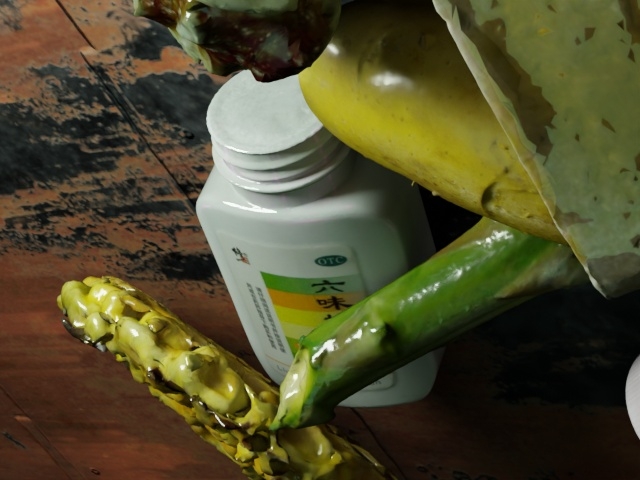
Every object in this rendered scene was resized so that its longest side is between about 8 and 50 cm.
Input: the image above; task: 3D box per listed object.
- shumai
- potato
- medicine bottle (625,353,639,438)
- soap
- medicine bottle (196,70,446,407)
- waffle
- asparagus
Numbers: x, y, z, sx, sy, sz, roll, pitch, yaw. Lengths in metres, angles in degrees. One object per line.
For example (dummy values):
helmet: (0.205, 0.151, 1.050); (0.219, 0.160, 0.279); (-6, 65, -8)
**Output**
shumai: (-0.062, -0.220, 1.190); (0.189, 0.218, 0.256); (19, 146, -2)
potato: (0.128, -0.089, 1.286); (0.300, 0.140, 0.173); (25, 153, 15)
medicine bottle: (0.348, 0.086, 1.366); (0.133, 0.133, 0.249); (32, 144, -5)
soap: (0.242, -0.163, 0.990); (0.335, 0.156, 0.293); (-23, 113, 21)
medicine bottle: (0.000, 0.000, 1.506); (0.179, 0.124, 0.324); (6, 139, 22)
waffle: (-0.076, 0.162, 1.673); (0.382, 0.095, 0.379); (40, 174, -26)
asparagus: (0.089, 0.053, 1.428); (0.343, 0.082, 0.085); (-28, 133, 14)
